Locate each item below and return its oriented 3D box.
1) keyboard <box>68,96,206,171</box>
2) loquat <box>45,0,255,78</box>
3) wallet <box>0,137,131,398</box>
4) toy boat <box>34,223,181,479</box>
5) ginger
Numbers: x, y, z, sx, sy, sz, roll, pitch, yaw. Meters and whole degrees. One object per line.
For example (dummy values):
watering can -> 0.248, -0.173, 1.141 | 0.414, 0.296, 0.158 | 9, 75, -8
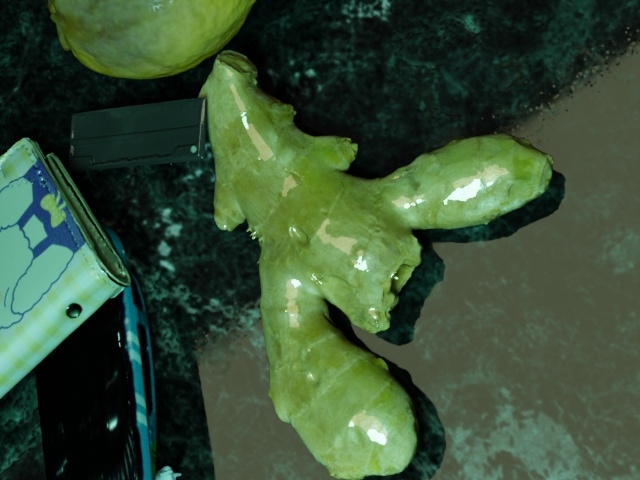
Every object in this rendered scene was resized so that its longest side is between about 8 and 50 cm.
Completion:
keyboard -> -0.185, -0.103, 1.827 | 0.198, 0.010, 0.063 | -2, 83, 42
loquat -> -0.159, -0.264, 1.791 | 0.238, 0.193, 0.238 | -13, 46, 14
wallet -> -0.343, 0.067, 1.811 | 0.309, 0.077, 0.223 | -42, 51, 13
toy boat -> -0.204, 0.131, 1.804 | 0.134, 0.092, 0.299 | -23, 66, 41
ginger -> -0.001, 0.015, 1.763 | 0.348, 0.122, 0.363 | 24, 93, 19
